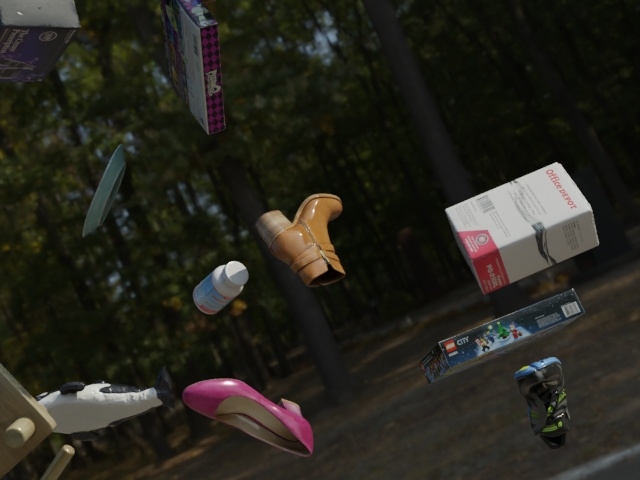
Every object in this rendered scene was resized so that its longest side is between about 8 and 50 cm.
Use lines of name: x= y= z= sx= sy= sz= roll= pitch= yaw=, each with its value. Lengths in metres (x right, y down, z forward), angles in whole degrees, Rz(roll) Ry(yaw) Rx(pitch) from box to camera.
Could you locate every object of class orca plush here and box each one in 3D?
orca plush: x=-0.426 y=0.291 z=2.012 sx=0.287 sy=0.151 sz=0.102 roll=-22 pitch=35 yaw=9

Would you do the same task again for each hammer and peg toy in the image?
hammer and peg toy: x=-0.557 y=0.325 z=1.678 sx=0.266 sy=0.361 sz=0.127 roll=-43 pitch=4 yaw=8

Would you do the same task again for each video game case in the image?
video game case: x=-0.234 y=-0.342 z=1.873 sx=0.042 sy=0.210 sz=0.232 roll=-19 pitch=-42 yaw=-19

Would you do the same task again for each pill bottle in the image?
pill bottle: x=-0.249 y=0.116 z=2.612 sx=0.087 sy=0.087 sz=0.160 roll=-20 pitch=-14 yaw=-43

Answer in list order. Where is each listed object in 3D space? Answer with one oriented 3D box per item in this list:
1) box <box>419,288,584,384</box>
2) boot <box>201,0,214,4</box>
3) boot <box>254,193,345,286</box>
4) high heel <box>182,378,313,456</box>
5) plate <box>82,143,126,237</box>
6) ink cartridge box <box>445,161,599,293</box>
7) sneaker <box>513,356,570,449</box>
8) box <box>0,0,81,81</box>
box: x=0.282 y=0.154 z=1.638 sx=0.233 sy=0.044 sz=0.159 roll=-20 pitch=-14 yaw=-12
boot: x=-0.184 y=-0.550 z=1.797 sx=0.089 sy=0.236 sz=0.269 roll=-21 pitch=2 yaw=-22
boot: x=0.000 y=0.000 z=2.568 sx=0.283 sy=0.220 sz=0.109 roll=-15 pitch=-35 yaw=-47
high heel: x=-0.125 y=0.319 z=1.830 sx=0.244 sy=0.117 sz=0.082 roll=23 pitch=-68 yaw=-29
plate: x=-0.393 y=-0.088 z=1.918 sx=0.188 sy=0.024 sz=0.188 roll=-158 pitch=90 yaw=-83
ink cartridge box: x=0.379 y=-0.026 z=1.961 sx=0.237 sy=0.100 sz=0.172 roll=-23 pitch=38 yaw=3
sneaker: x=0.310 y=0.222 z=1.407 sx=0.067 sy=0.078 sz=0.188 roll=-21 pitch=-42 yaw=3
box: x=-0.683 y=-0.461 z=2.360 sx=0.184 sy=0.103 sz=0.261 roll=-10 pitch=-14 yaw=-37
